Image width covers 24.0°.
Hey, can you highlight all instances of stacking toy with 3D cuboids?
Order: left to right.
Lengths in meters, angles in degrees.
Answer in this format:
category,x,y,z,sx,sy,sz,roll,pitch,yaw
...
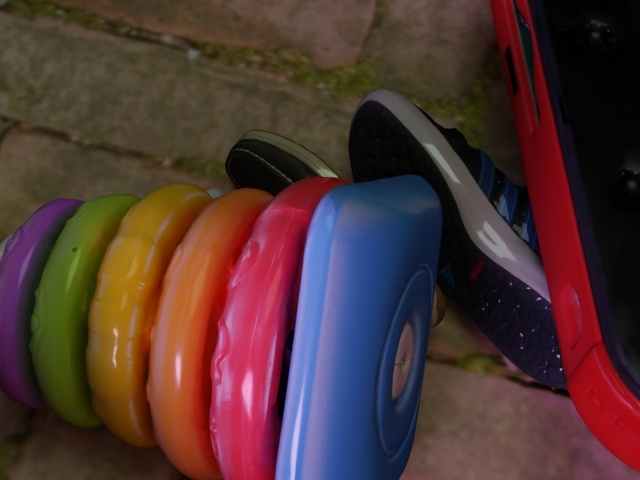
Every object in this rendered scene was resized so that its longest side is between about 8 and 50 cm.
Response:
category,x,y,z,sx,sy,sz,roll,pitch,yaw
stacking toy,-0.102,0.033,0.736,0.301,0.175,0.166,10,97,16

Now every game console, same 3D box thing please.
category,x,y,z,sx,sy,sz,roll,pitch,yaw
game console,0.277,-0.062,0.803,0.341,0.060,0.387,-4,60,-5

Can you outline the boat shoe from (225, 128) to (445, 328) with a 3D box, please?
category,x,y,z,sx,sy,sz,roll,pitch,yaw
boat shoe,0.000,0.000,0.816,0.152,0.056,0.049,41,56,16

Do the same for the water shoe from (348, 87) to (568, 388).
category,x,y,z,sx,sy,sz,roll,pitch,yaw
water shoe,0.096,-0.005,0.837,0.080,0.073,0.203,-25,71,-42
